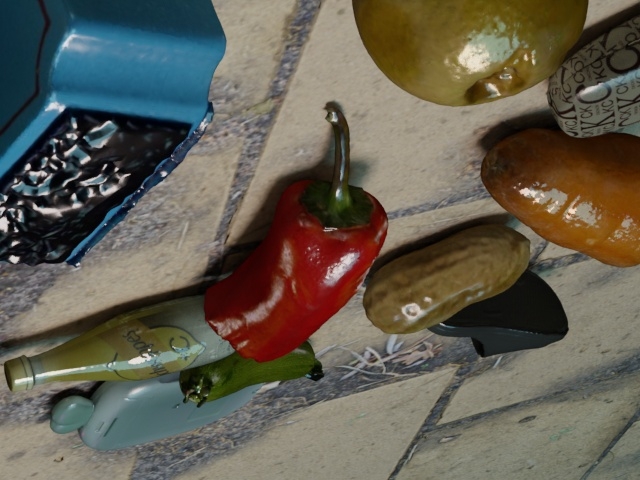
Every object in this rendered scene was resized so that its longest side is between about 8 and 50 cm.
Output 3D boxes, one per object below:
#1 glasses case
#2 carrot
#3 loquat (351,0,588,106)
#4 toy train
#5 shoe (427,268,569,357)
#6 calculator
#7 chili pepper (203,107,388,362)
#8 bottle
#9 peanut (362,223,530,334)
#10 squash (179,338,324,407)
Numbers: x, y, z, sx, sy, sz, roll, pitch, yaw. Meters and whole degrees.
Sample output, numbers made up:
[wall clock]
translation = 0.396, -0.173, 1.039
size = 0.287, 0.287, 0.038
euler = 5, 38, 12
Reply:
[glasses case]
translation = 0.411, -0.215, 1.974
size = 0.354, 0.085, 0.137
euler = -26, 156, 2
[carrot]
translation = 0.281, -0.065, 2.096
size = 0.225, 0.159, 0.159
euler = 13, 137, -41
[loquat]
translation = 0.122, -0.218, 1.596
size = 0.213, 0.213, 0.213
euler = -20, 155, -10
[toy train]
translation = -0.228, -0.127, 1.367
size = 0.188, 0.265, 0.300
euler = 2, 146, -44
[shoe]
translation = 0.209, 0.098, 2.397
size = 0.241, 0.108, 0.093
euler = 4, 146, -34
[calculator]
translation = -0.202, 0.203, 2.303
size = 0.298, 0.041, 0.185
euler = -8, 151, -34
[chili pepper]
translation = 0.005, 0.001, 1.989
size = 0.134, 0.131, 0.338
euler = -14, 153, -42
[bottle]
translation = -0.226, 0.124, 2.077
size = 0.269, 0.083, 0.083
euler = -15, 154, -21
[peanut]
translation = 0.156, 0.045, 2.256
size = 0.226, 0.095, 0.108
euler = -25, 171, -8
[squash]
translation = -0.091, 0.149, 2.236
size = 0.071, 0.080, 0.318
euler = -2, -178, 30
